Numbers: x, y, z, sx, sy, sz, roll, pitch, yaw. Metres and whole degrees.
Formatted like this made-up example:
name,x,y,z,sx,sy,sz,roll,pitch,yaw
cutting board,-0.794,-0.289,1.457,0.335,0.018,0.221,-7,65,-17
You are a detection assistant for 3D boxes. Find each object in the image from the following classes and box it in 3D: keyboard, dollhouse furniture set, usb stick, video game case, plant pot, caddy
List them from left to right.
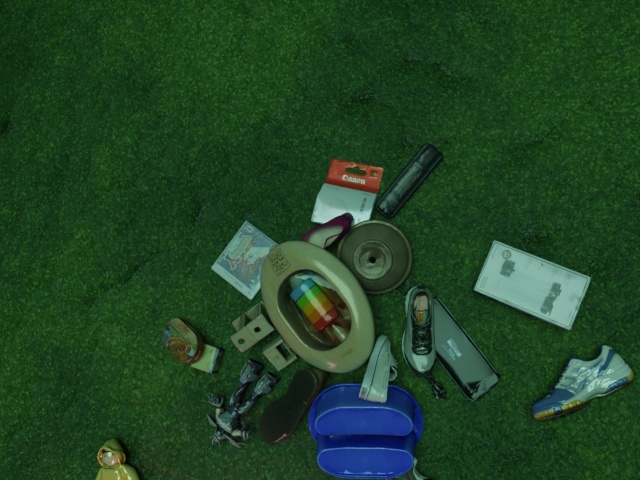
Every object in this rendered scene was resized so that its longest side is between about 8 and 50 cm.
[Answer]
name,x,y,z,sx,sy,sz,roll,pitch,yaw
video game case,-0.238,0.066,1.896,0.183,0.023,0.201,36,88,15
dollhouse furniture set,-0.183,0.317,1.806,0.129,0.129,0.184,-35,105,4
caddy,0.130,0.545,1.657,0.341,0.179,0.242,-1,100,6
plant pot,0.164,0.054,1.745,0.237,0.110,0.238,1,94,8
usb stick,0.284,-0.192,1.826,0.077,0.045,0.278,40,89,0
keyboard,0.372,0.350,1.717,0.201,0.033,0.317,-36,74,-2

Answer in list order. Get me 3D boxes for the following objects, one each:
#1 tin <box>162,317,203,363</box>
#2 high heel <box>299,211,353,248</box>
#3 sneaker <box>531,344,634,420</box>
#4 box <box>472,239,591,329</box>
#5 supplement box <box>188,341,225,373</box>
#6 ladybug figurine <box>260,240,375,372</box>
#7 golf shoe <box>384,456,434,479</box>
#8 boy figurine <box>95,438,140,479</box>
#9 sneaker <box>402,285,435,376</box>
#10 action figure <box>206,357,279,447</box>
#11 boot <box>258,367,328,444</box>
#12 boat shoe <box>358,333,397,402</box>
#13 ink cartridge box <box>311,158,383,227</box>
name,x,y,z,sx,sy,sz,roll,pitch,yaw
tin,-0.447,0.326,1.847,0.189,0.040,0.106,31,98,40
high heel,0.000,0.000,1.784,0.244,0.117,0.082,-30,98,24
sneaker,0.721,0.406,1.612,0.296,0.112,0.131,-27,58,4
box,0.617,0.133,1.678,0.289,0.087,0.169,22,84,15
supplement box,-0.369,0.380,1.847,0.083,0.056,0.083,15,83,14
ladybug figurine,-0.002,0.189,1.735,0.305,0.162,0.449,-39,80,19
golf shoe,0.306,0.754,1.621,0.120,0.105,0.273,-40,75,-5
boy figurine,-0.651,0.783,1.814,0.177,0.092,0.285,-6,82,13
sneaker,0.291,0.264,1.678,0.100,0.108,0.272,-1,78,6
action figure,-0.259,0.515,1.776,0.185,0.099,0.285,33,85,21
boot,-0.078,0.509,1.746,0.112,0.115,0.305,45,111,22
boat shoe,0.182,0.371,1.648,0.088,0.267,0.096,17,114,10
ink cartridge box,0.089,-0.148,1.855,0.188,0.066,0.233,13,87,14
